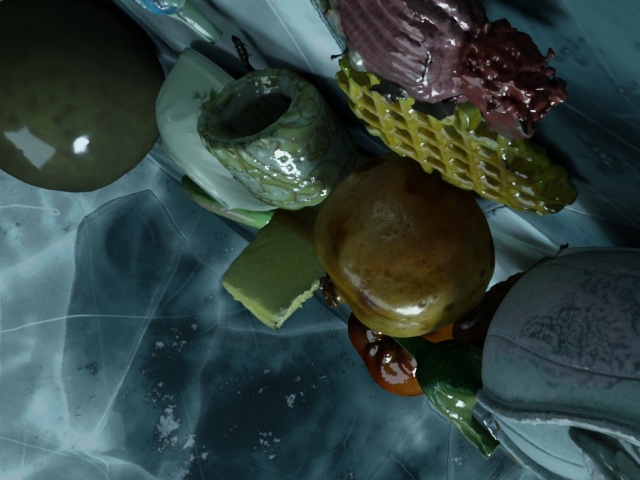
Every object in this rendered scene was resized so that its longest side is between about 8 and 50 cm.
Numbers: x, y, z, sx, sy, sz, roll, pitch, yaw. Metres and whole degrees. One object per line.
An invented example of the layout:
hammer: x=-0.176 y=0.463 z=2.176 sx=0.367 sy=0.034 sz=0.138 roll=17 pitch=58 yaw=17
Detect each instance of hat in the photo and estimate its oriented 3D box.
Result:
hat: x=0.055 y=-0.166 z=0.785 sx=0.286 sy=0.107 sz=0.237 roll=39 pitch=-177 yaw=19

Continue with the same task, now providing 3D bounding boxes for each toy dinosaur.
toy dinosaur: x=0.123 y=0.121 z=1.242 sx=0.301 sy=0.087 sz=0.447 roll=48 pitch=175 yaw=17

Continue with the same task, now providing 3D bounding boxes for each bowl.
bowl: x=-0.137 y=-0.140 z=1.531 sx=0.277 sy=0.145 sz=0.277 roll=40 pitch=175 yaw=4

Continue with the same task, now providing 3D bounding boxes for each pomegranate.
pomegranate: x=0.088 y=0.007 z=1.215 sx=0.215 sy=0.215 sz=0.215 roll=36 pitch=172 yaw=6

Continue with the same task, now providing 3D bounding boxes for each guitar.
guitar: x=-0.063 y=-0.200 z=1.376 sx=0.088 sy=0.025 sz=0.233 roll=33 pitch=171 yaw=33

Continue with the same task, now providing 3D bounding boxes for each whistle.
whistle: x=-0.202 y=-0.309 z=1.211 sx=0.236 sy=0.077 sz=0.114 roll=36 pitch=-177 yaw=-34

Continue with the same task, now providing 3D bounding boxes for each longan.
longan: x=-0.418 y=-0.243 z=1.704 sx=0.361 sy=0.361 sz=0.361 roll=36 pitch=172 yaw=6

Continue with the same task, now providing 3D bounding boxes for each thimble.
thimble: x=-0.059 y=-0.126 z=1.321 sx=0.190 sy=0.137 sz=0.143 roll=0 pitch=151 yaw=36

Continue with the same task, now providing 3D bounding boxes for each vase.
vase: x=0.344 y=0.142 z=0.860 sx=0.250 sy=0.250 sz=0.445 roll=42 pitch=164 yaw=-33

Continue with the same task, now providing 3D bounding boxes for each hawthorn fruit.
hawthorn fruit: x=0.174 y=0.147 z=1.737 sx=0.224 sy=0.224 sz=0.261 roll=33 pitch=-169 yaw=29

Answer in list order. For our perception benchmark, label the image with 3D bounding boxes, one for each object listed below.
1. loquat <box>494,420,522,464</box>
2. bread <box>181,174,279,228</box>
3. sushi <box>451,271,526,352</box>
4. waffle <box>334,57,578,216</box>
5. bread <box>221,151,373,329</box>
loquat: x=0.329 y=0.225 z=1.459 sx=0.176 sy=0.187 sz=0.234 roll=37 pitch=-153 yaw=-22
bread: x=-0.092 y=-0.065 z=1.730 sx=0.301 sy=0.045 sz=0.301 roll=14 pitch=-167 yaw=-3
sushi: x=0.287 y=0.134 z=1.295 sx=0.179 sy=0.166 sz=0.296 roll=34 pitch=154 yaw=-26
waffle: x=0.127 y=-0.106 z=1.026 sx=0.245 sy=0.052 sz=0.254 roll=40 pitch=171 yaw=-26
bread: x=0.000 y=0.000 z=1.403 sx=0.142 sy=0.266 sz=0.178 roll=42 pitch=169 yaw=-10
